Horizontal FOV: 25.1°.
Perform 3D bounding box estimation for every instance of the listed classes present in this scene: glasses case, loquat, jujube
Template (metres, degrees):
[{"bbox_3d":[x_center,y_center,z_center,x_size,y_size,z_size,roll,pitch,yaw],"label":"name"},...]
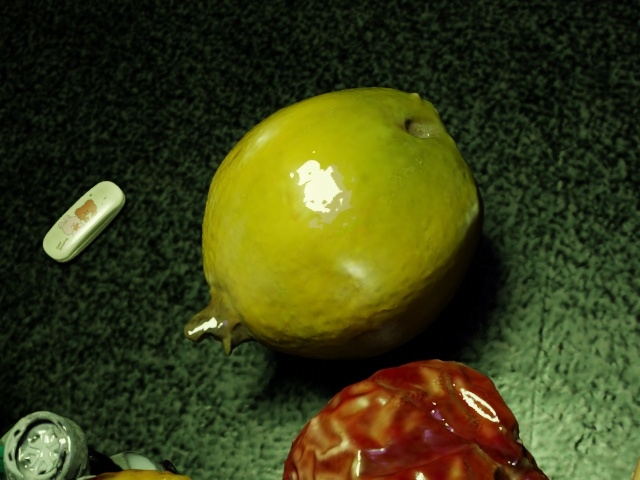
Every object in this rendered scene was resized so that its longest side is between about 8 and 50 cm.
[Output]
[{"bbox_3d":[-0.203,-0.016,1.236,0.032,0.021,0.083,39,79,27],"label":"glasses case"},{"bbox_3d":[0.000,0.000,1.069,0.246,0.213,0.213,-39,60,-9],"label":"loquat"},{"bbox_3d":[0.079,0.207,0.934,0.213,0.213,0.232,-35,61,-4],"label":"jujube"}]

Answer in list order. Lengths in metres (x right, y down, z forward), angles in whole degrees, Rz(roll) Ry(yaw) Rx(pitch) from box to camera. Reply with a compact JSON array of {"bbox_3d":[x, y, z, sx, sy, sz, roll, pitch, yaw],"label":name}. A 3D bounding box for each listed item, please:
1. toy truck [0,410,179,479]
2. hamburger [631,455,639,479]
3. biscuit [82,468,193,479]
[{"bbox_3d":[-0.143,0.270,0.998,0.178,0.176,0.363,-46,60,0],"label":"toy truck"},{"bbox_3d":[0.289,0.160,0.888,0.146,0.243,0.286,13,108,41],"label":"hamburger"},{"bbox_3d":[-0.119,0.244,0.865,0.220,0.066,0.220,-7,69,19],"label":"biscuit"}]
